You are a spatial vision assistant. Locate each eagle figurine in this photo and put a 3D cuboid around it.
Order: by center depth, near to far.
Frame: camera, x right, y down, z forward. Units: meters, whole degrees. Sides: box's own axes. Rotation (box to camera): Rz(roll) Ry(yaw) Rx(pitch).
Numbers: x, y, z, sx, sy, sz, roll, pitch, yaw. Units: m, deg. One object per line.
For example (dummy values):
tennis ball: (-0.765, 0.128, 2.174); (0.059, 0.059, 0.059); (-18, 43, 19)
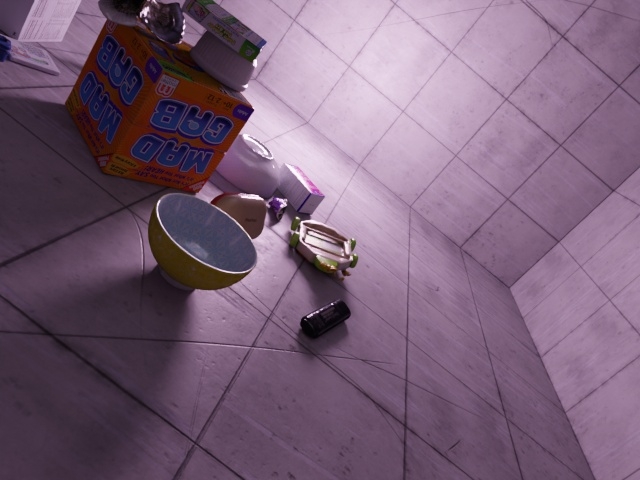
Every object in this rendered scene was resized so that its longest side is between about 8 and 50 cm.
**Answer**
eagle figurine: (-0.506, -0.689, 1.404); (0.298, 0.224, 0.227); (-179, -103, -76)

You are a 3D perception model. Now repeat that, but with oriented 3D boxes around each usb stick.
usb stick: (0.021, 0.244, 1.555); (0.077, 0.045, 0.278); (52, 23, 12)

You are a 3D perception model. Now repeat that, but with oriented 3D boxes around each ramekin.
ramekin: (-0.302, -0.583, 1.575); (0.207, 0.109, 0.207); (33, 22, -15)

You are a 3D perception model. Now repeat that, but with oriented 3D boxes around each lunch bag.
lunch bag: (-0.988, -0.595, 1.494); (0.098, 0.065, 0.067); (17, 31, -45)

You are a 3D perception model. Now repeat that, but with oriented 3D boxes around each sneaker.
sneaker: (-0.175, -0.131, 1.976); (0.071, 0.069, 0.170); (20, 16, -10)

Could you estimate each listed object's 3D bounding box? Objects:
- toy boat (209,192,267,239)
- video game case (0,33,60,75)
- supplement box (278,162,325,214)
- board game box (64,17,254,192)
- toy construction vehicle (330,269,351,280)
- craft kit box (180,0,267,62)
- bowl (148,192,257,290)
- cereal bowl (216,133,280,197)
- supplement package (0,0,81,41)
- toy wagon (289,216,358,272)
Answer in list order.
toy boat: (-0.290, -0.085, 1.599); (0.151, 0.151, 0.231); (16, 8, 28)
video game case: (-0.966, -0.615, 1.635); (0.143, 0.019, 0.157); (50, 23, 25)
supplement box: (-0.102, -0.231, 2.209); (0.220, 0.114, 0.111); (48, 23, 25)
board game box: (-0.507, -0.423, 1.556); (0.356, 0.356, 0.356); (8, 37, -54)
toy construction vehicle: (0.064, 0.117, 1.904); (0.098, 0.035, 0.085); (37, 19, 16)
craft kit box: (-0.288, -0.662, 1.530); (0.246, 0.061, 0.250); (36, 20, -17)
bowl: (-0.318, 0.033, 1.243); (0.289, 0.156, 0.290); (34, 22, -15)
cereal bowl: (-0.298, -0.337, 2.049); (0.338, 0.141, 0.339); (35, 21, -16)
supplement package: (-1.032, -0.845, 1.736); (0.199, 0.198, 0.263); (37, 21, -9)
toy wagon: (0.012, 0.032, 1.877); (0.267, 0.068, 0.345); (21, 28, -12)
